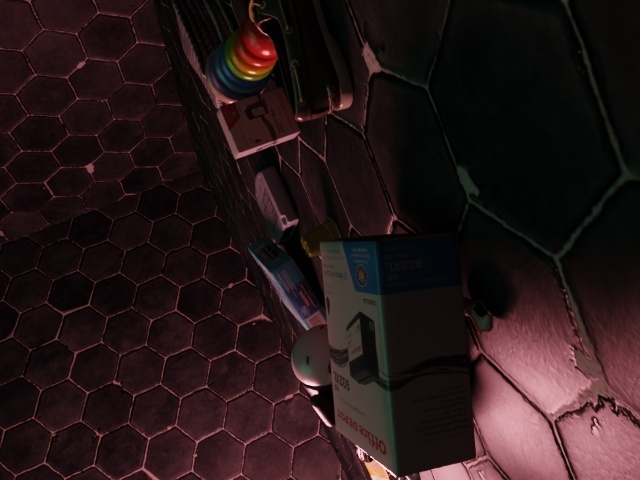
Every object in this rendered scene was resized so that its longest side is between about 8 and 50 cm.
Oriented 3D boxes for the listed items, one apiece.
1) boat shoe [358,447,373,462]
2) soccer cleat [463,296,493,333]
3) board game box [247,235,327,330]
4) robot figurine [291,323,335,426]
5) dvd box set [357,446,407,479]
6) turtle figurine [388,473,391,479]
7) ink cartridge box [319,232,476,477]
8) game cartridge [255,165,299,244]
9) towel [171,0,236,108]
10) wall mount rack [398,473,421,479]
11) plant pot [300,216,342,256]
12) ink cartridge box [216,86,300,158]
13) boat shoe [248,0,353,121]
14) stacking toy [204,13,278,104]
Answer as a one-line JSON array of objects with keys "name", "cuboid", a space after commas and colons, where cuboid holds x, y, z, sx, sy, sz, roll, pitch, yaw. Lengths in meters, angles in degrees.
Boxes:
[{"name": "boat shoe", "cuboid": [0.151, 0.524, 1.552, 0.064, 0.075, 0.206, 26, 124, 30]}, {"name": "soccer cleat", "cuboid": [0.204, 0.091, 0.791, 0.083, 0.029, 0.036, -128, 34, -52]}, {"name": "board game box", "cuboid": [-0.102, 0.138, 1.868, 0.254, 0.079, 0.336, 59, 171, -20]}, {"name": "robot figurine", "cuboid": [0.042, 0.330, 1.464, 0.278, 0.173, 0.209, 59, 178, -37]}, {"name": "dvd box set", "cuboid": [0.118, 0.530, 1.793, 0.421, 0.062, 0.308, 64, 167, 15]}, {"name": "turtle figurine", "cuboid": [0.178, 0.416, 1.300, 0.270, 0.087, 0.218, -105, 10, -59]}, {"name": "ink cartridge box", "cuboid": [0.103, 0.147, 0.855, 0.223, 0.128, 0.308, 179, 85, -70]}, {"name": "game cartridge", "cuboid": [-0.137, -0.106, 1.759, 0.196, 0.060, 0.294, 62, 166, 7]}, {"name": "towel", "cuboid": [-0.295, -0.508, 1.555, 0.284, 0.121, 0.235, 65, 168, 9]}, {"name": "wall mount rack", "cuboid": [0.281, 0.556, 1.075, 0.350, 0.130, 0.304, -149, 41, -68]}, {"name": "plant pot", "cuboid": [0.000, 0.000, 1.329, 0.083, 0.079, 0.083, 59, 164, 29]}, {"name": "ink cartridge box", "cuboid": [-0.134, -0.257, 1.276, 0.109, 0.150, 0.063, 67, 163, -2]}, {"name": "boat shoe", "cuboid": [-0.053, -0.347, 0.916, 0.325, 0.096, 0.116, 68, 167, -5]}, {"name": "stacking toy", "cuboid": [-0.137, -0.369, 1.173, 0.141, 0.141, 0.330, 69, 162, -9]}]
